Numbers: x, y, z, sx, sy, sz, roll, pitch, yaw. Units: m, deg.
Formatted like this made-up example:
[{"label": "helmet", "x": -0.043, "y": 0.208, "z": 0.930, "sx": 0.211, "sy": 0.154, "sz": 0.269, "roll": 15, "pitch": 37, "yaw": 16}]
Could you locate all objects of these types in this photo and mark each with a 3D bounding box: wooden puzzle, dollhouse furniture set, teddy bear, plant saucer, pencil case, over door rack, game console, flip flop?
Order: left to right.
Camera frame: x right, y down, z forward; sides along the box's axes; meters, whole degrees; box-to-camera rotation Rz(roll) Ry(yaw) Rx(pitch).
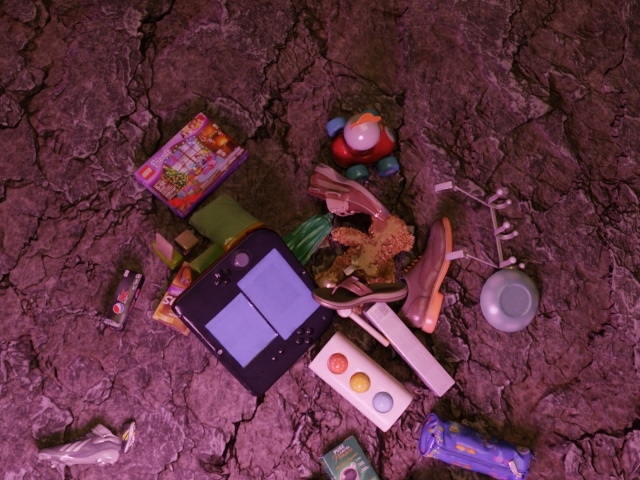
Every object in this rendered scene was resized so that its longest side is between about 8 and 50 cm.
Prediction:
[{"label": "dollhouse furniture set", "x": -0.304, "y": -0.030, "z": 1.701, "sx": 0.197, "sy": 0.151, "sz": 0.301, "roll": 42, "pitch": 61, "yaw": 11}, {"label": "game console", "x": -0.166, "y": 0.192, "z": 1.626, "sx": 0.342, "sy": 0.060, "sz": 0.386, "roll": -45, "pitch": 116, "yaw": -19}, {"label": "wooden puzzle", "x": 0.000, "y": 0.000, "z": 1.837, "sx": 0.083, "sy": 0.006, "sz": 0.049, "roll": -11, "pitch": 73, "yaw": -10}, {"label": "flip flop", "x": 0.110, "y": 0.131, "z": 1.654, "sx": 0.277, "sy": 0.112, "sz": 0.080, "roll": -5, "pitch": 111, "yaw": -7}, {"label": "teddy bear", "x": 0.129, "y": 0.066, "z": 1.791, "sx": 0.245, "sy": 0.113, "sz": 0.338, "roll": 21, "pitch": 78, "yaw": 6}, {"label": "pencil case", "x": 0.427, "y": 0.580, "z": 1.633, "sx": 0.306, "sy": 0.133, "sz": 0.119, "roll": 19, "pitch": 94, "yaw": 0}, {"label": "over door rack", "x": 0.499, "y": -0.040, "z": 1.793, "sx": 0.324, "sy": 0.108, "sz": 0.239, "roll": 10, "pitch": 66, "yaw": -38}, {"label": "plant saucer", "x": 0.584, "y": 0.183, "z": 1.805, "sx": 0.195, "sy": 0.037, "sz": 0.195, "roll": 0, "pitch": 87, "yaw": -10}]

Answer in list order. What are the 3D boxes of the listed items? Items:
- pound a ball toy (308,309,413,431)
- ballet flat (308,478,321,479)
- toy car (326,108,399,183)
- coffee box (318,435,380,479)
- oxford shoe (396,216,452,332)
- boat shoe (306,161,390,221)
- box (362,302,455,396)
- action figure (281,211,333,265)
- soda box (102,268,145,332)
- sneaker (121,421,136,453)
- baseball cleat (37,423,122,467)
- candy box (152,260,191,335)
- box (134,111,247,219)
[{"label": "pound a ball toy", "x": 0.117, "y": 0.340, "z": 1.641, "sx": 0.319, "sy": 0.136, "sz": 0.208, "roll": 40, "pitch": 91, "yaw": 6}, {"label": "ballet flat", "x": 0.047, "y": 0.752, "z": 1.546, "sx": 0.095, "sy": 0.096, "sz": 0.280, "roll": -37, "pitch": 80, "yaw": -19}, {"label": "toy car", "x": 0.145, "y": -0.328, "z": 1.842, "sx": 0.210, "sy": 0.238, "sz": 0.219, "roll": -17, "pitch": 75, "yaw": -12}, {"label": "coffee box", "x": 0.088, "y": 0.638, "z": 1.607, "sx": 0.113, "sy": 0.040, "sz": 0.184, "roll": -27, "pitch": 77, "yaw": -29}, {"label": "oxford shoe", "x": 0.312, "y": 0.087, "z": 1.787, "sx": 0.132, "sy": 0.130, "sz": 0.364, "roll": 13, "pitch": 69, "yaw": 5}, {"label": "boat shoe", "x": 0.078, "y": -0.124, "z": 1.788, "sx": 0.324, "sy": 0.123, "sz": 0.116, "roll": 35, "pitch": 93, "yaw": 44}, {"label": "box", "x": 0.251, "y": 0.305, "z": 1.710, "sx": 0.067, "sy": 0.063, "sz": 0.324, "roll": -42, "pitch": 90, "yaw": -10}, {"label": "action figure", "x": -0.041, "y": -0.004, "z": 1.796, "sx": 0.137, "sy": 0.063, "sz": 0.232, "roll": 40, "pitch": 76, "yaw": 22}, {"label": "soda box", "x": -0.556, "y": 0.170, "z": 1.684, "sx": 0.053, "sy": 0.060, "sz": 0.169, "roll": 19, "pitch": 70, "yaw": -2}, {"label": "sneaker", "x": -0.518, "y": 0.527, "z": 1.590, "sx": 0.035, "sy": 0.031, "sz": 0.083, "roll": 5, "pitch": 66, "yaw": 9}, {"label": "baseball cleat", "x": -0.627, "y": 0.537, "z": 1.559, "sx": 0.206, "sy": 0.072, "sz": 0.109, "roll": 6, "pitch": 54, "yaw": -6}, {"label": "candy box", "x": -0.387, "y": 0.167, "z": 1.710, "sx": 0.109, "sy": 0.053, "sz": 0.187, "roll": 26, "pitch": 71, "yaw": 2}, {"label": "box", "x": -0.396, "y": -0.233, "z": 1.838, "sx": 0.201, "sy": 0.057, "sz": 0.293, "roll": 39, "pitch": 72, "yaw": 7}]
